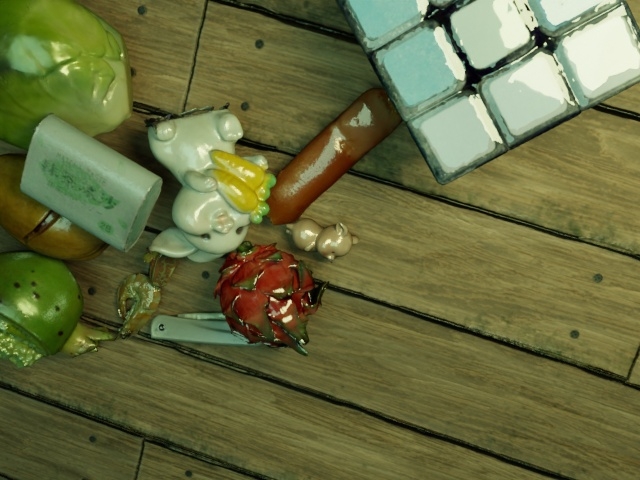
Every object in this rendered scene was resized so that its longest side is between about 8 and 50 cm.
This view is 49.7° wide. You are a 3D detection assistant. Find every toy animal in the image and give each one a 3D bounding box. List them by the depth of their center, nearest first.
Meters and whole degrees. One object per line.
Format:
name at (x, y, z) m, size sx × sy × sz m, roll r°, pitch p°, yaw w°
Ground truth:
toy animal at (-0.227, -0.097, 1.336) m, size 0.247 × 0.182 × 0.310 m, roll 0°, pitch 107°, yaw 46°
toy animal at (0.001, -0.007, 1.388) m, size 0.150 × 0.083 × 0.089 m, roll 9°, pitch 104°, yaw 9°

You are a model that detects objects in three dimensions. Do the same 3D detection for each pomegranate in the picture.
pomegranate at (-0.608, 0.155, 1.478) m, size 0.340 × 0.260 × 0.260 m, roll 34°, pitch 112°, yaw -33°

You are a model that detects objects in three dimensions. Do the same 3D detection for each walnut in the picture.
walnut at (-0.572, -0.080, 1.421) m, size 0.336 × 0.209 × 0.209 m, roll 21°, pitch 108°, yaw 10°

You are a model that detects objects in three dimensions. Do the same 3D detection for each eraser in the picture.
eraser at (-0.419, -0.102, 1.257) m, size 0.227 × 0.081 × 0.174 m, roll 31°, pitch 123°, yaw 0°

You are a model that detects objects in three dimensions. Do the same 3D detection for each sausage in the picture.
sausage at (0.017, -0.163, 1.338) m, size 0.348 × 0.094 × 0.097 m, roll -42°, pitch 105°, yaw 17°

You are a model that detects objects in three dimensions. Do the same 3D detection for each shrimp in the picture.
shrimp at (-0.419, 0.151, 1.532) m, size 0.099 × 0.041 × 0.180 m, roll 33°, pitch 109°, yaw 2°

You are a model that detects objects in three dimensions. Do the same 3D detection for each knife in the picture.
knife at (-0.244, 0.192, 1.512) m, size 0.265 × 0.040 × 0.073 m, roll 0°, pitch 94°, yaw 11°

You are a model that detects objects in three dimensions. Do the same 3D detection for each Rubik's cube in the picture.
Rubik's cube at (0.260, -0.335, 1.106) m, size 0.362 × 0.359 × 0.363 m, roll -24°, pitch 98°, yaw 14°

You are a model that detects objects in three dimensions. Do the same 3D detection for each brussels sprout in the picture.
brussels sprout at (-0.527, -0.327, 1.320) m, size 0.344 × 0.268 × 0.344 m, roll -1°, pitch 133°, yaw -1°

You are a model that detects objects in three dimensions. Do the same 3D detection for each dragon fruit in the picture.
dragon fruit at (-0.099, 0.121, 1.381) m, size 0.193 × 0.192 × 0.274 m, roll -45°, pitch 71°, yaw 41°

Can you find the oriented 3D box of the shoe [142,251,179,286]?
shoe at (-0.341, 0.040, 1.473) m, size 0.072 × 0.069 × 0.109 m, roll -8°, pitch 120°, yaw -24°
